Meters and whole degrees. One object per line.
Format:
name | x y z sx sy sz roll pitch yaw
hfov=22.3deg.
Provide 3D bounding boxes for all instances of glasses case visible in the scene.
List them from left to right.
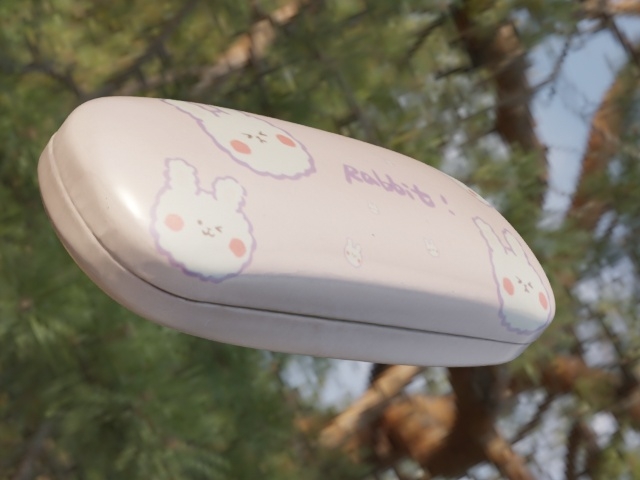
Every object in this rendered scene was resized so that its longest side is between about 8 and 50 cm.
glasses case | 0.000 0.000 0.765 0.075 0.297 0.113 -51 -128 25
